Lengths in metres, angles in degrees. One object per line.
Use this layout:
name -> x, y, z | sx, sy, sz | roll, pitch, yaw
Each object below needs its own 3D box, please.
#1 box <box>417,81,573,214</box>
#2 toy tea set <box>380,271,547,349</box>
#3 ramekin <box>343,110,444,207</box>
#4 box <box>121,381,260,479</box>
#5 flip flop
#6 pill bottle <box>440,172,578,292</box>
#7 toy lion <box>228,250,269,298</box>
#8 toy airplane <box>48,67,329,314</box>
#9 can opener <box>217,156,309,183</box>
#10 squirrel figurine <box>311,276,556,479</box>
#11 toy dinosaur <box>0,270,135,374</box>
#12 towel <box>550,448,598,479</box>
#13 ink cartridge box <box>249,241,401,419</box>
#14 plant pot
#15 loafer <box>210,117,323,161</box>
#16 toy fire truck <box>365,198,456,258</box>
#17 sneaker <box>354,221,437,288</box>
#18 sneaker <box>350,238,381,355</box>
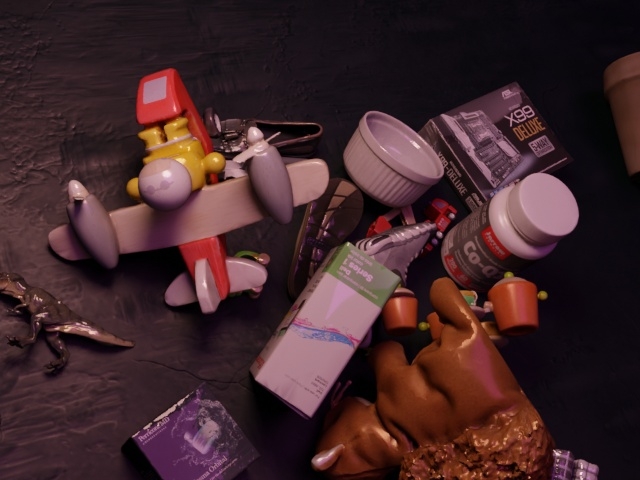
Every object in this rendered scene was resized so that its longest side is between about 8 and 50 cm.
box -> 0.409, -0.215, 1.911 | 0.307, 0.076, 0.242 | -26, 79, -31
toy tea set -> 0.271, 0.121, 1.584 | 0.336, 0.200, 0.124 | 14, 59, -33
ramekin -> 0.145, -0.163, 1.711 | 0.207, 0.109, 0.207 | 28, 31, -19
box -> -0.214, 0.349, 1.351 | 0.156, 0.093, 0.158 | -35, 82, -33
flip flop -> 0.000, 0.000, 1.630 | 0.112, 0.080, 0.277 | 24, 74, -18
pill bottle -> 0.383, -0.013, 1.679 | 0.161, 0.283, 0.161 | 10, 63, -20
toy lion -> -0.153, 0.063, 1.554 | 0.096, 0.034, 0.100 | 17, 60, -7
toy airplane -> -0.233, -0.059, 1.394 | 0.384, 0.272, 0.386 | 32, 92, 8
can opener -> -0.139, -0.128, 1.630 | 0.280, 0.093, 0.074 | -4, 36, -29
squirrel figurine -> 0.173, 0.338, 1.371 | 0.370, 0.281, 0.397 | -32, 46, 5
toy dinosaur -> -0.448, 0.147, 1.363 | 0.268, 0.064, 0.118 | 31, 51, -12
towel -> 0.340, 0.495, 1.419 | 0.121, 0.284, 0.235 | 25, 60, -13
ink cartridge box -> 0.001, 0.152, 1.422 | 0.117, 0.201, 0.278 | 35, 82, -4
plant pot -> 0.878, -0.293, 2.052 | 0.323, 0.323, 0.280 | 8, 80, -21
loafer -> -0.122, -0.215, 1.666 | 0.268, 0.084, 0.096 | -4, 69, -26
toy fire truck -> 0.196, -0.036, 1.747 | 0.135, 0.047, 0.192 | 39, 56, -1
sneaker -> 0.159, 0.043, 1.626 | 0.229, 0.086, 0.132 | -17, 97, -43
sneaker -> 0.076, 0.114, 1.620 | 0.097, 0.084, 0.234 | 32, 50, -43
